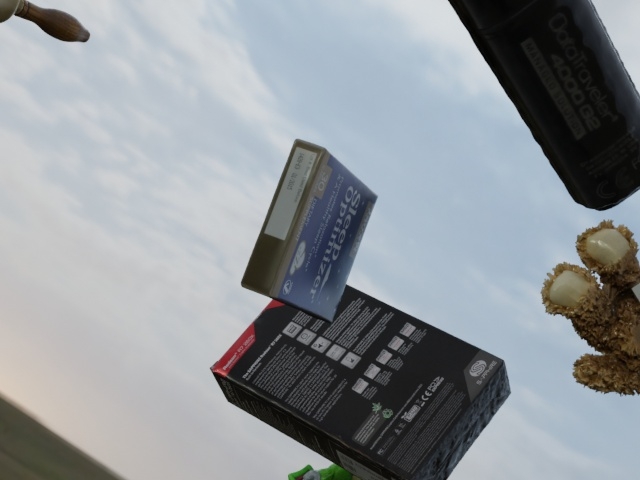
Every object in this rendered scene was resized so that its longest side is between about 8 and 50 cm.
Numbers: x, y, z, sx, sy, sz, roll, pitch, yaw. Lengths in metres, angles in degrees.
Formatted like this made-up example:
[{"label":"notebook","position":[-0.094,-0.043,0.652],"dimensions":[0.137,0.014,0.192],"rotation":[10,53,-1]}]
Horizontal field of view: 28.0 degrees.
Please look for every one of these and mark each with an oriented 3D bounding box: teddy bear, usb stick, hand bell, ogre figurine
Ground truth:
[{"label":"teddy bear","position":[0.459,0.129,1.849],"dimensions":[0.338,0.245,0.113],"rotation":[29,-18,-16]},{"label":"usb stick","position":[0.148,-0.119,0.819],"dimensions":[0.278,0.077,0.045],"rotation":[49,7,-41]},{"label":"hand bell","position":[-0.390,-0.306,1.696],"dimensions":[0.126,0.126,0.242],"rotation":[24,5,33]},{"label":"ogre figurine","position":[0.012,0.416,2.148],"dimensions":[0.197,0.118,0.096],"rotation":[-39,-116,63]}]

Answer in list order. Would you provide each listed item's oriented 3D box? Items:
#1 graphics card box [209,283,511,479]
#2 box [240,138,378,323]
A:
[{"label":"graphics card box","position":[0.056,0.200,1.830],"dimensions":[0.371,0.233,0.094],"rotation":[24,-31,34]},{"label":"box","position":[0.000,0.000,1.188],"dimensions":[0.037,0.136,0.225],"rotation":[19,-4,18]}]
